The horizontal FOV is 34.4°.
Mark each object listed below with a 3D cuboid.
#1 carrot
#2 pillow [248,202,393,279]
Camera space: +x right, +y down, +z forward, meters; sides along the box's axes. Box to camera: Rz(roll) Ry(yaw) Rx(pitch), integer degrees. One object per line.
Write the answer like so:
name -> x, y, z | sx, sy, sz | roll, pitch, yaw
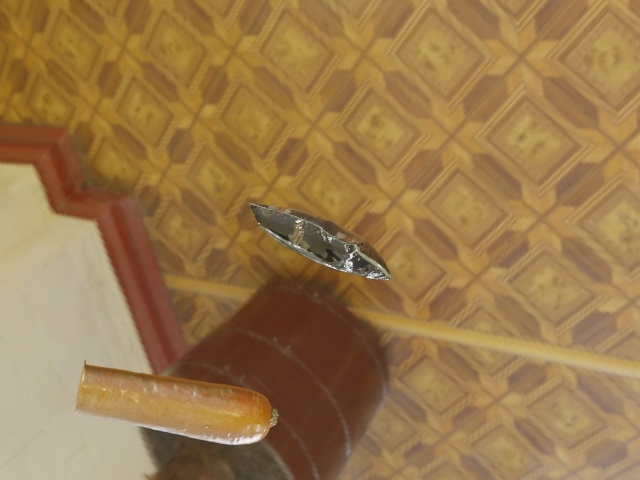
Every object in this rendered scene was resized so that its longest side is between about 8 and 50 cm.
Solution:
carrot -> -0.157, 0.183, 1.150 | 0.225, 0.067, 0.067 | 13, 138, -11
pillow -> 0.000, -0.001, 1.092 | 0.150, 0.090, 0.048 | 22, 97, 35
